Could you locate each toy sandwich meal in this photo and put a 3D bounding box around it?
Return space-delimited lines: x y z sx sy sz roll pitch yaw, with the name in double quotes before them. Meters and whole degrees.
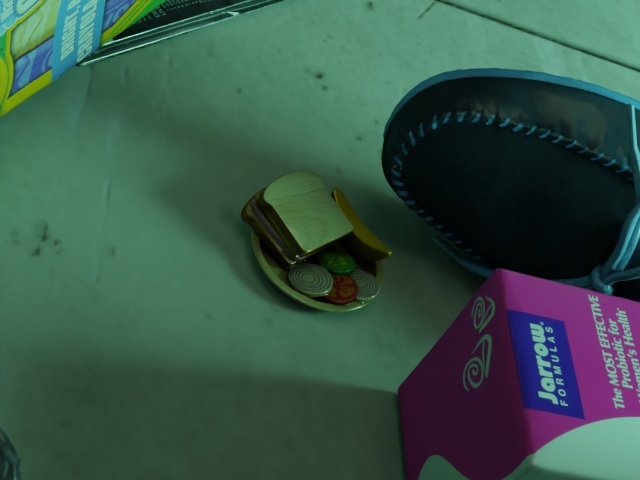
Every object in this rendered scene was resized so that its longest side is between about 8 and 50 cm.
"toy sandwich meal" 0.000 0.000 0.739 0.085 0.029 0.085 17 45 -17

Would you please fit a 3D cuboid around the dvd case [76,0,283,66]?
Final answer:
"dvd case" -0.113 -0.193 0.860 0.221 0.018 0.164 -27 69 -44

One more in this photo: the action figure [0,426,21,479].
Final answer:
"action figure" -0.226 0.132 0.438 0.185 0.099 0.285 47 47 5

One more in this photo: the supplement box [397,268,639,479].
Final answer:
"supplement box" 0.161 0.108 0.675 0.220 0.114 0.111 12 47 -19

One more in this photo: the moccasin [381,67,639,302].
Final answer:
"moccasin" 0.193 0.014 0.761 0.342 0.138 0.117 22 40 -10

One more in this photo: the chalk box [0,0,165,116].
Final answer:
"chalk box" -0.189 -0.173 0.662 0.180 0.179 0.289 38 49 7
